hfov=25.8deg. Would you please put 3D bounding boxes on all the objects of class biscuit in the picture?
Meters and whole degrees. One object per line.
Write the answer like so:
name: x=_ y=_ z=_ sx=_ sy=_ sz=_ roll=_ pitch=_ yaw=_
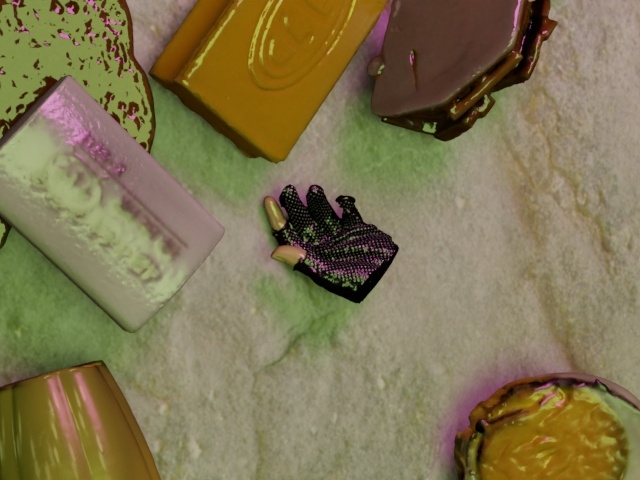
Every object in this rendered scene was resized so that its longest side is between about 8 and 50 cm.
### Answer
biscuit: x=-0.356 y=-0.150 z=1.698 sx=0.359 sy=0.074 sz=0.381 roll=-35 pitch=108 yaw=-13

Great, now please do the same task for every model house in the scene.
model house: x=0.192 y=-0.235 z=1.835 sx=0.229 sy=0.219 sz=0.199 roll=17 pitch=78 yaw=-65

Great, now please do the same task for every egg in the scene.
egg: x=0.333 y=0.302 z=1.951 sx=0.286 sy=0.174 sz=0.264 roll=-10 pitch=99 yaw=5

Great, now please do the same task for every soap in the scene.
soap: x=-0.044 y=-0.278 z=1.764 sx=0.204 sy=0.096 sz=0.324 roll=38 pitch=81 yaw=-34

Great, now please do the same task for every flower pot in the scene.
flower pot: x=-0.308 y=0.247 z=1.698 sx=0.195 sy=0.195 sz=0.179 roll=-16 pitch=88 yaw=-18

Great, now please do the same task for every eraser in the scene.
eraser: x=-0.265 y=-0.041 z=1.661 sx=0.270 sy=0.095 sz=0.174 roll=46 pitch=76 yaw=-18

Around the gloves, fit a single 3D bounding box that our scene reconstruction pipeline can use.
gloves: x=0.001 y=-0.001 z=1.843 sx=0.181 sy=0.106 sz=0.129 roll=35 pitch=80 yaw=9
